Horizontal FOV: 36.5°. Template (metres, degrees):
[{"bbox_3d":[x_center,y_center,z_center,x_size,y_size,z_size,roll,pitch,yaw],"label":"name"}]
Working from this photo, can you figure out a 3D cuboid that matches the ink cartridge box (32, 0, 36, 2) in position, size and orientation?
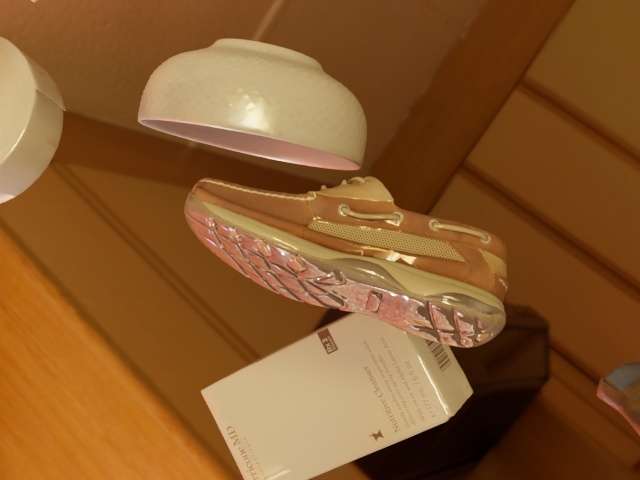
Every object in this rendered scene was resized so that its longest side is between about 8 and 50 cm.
[{"bbox_3d":[-0.317,-0.396,1.109,0.203,0.086,0.148,-45,-25,2],"label":"ink cartridge box"}]

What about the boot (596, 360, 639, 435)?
[{"bbox_3d":[0.350,0.133,0.880,0.219,0.106,0.082,-10,-55,-40],"label":"boot"}]

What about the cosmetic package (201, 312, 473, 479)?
[{"bbox_3d":[0.024,0.248,1.587,0.385,0.217,0.156,-31,-5,23],"label":"cosmetic package"}]

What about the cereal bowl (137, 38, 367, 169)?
[{"bbox_3d":[-0.088,-0.204,1.419,0.339,0.339,0.141,13,-91,-61],"label":"cereal bowl"}]

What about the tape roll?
[{"bbox_3d":[-0.579,-0.202,1.628,0.286,0.286,0.100,-49,-23,-2],"label":"tape roll"}]

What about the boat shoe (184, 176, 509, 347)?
[{"bbox_3d":[0.029,0.001,0.946,0.123,0.325,0.116,112,178,-66],"label":"boat shoe"}]
